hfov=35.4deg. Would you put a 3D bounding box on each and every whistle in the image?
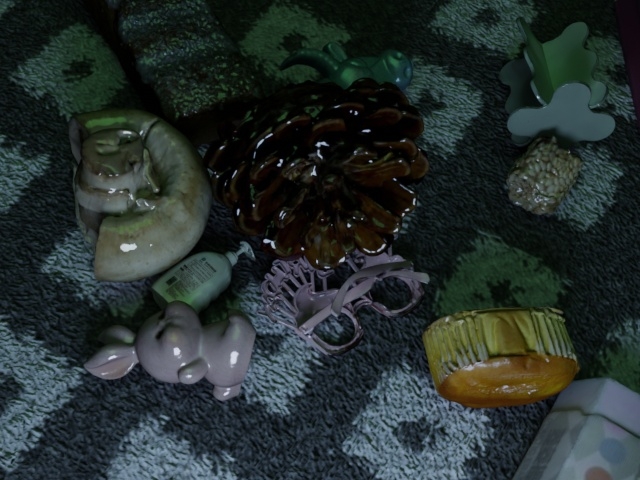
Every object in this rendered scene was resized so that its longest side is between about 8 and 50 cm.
[{"bbox_3d":[0.035,-0.222,1.555,0.274,0.093,0.186,-30,92,-21],"label":"whistle"}]

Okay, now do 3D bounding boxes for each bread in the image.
[{"bbox_3d":[-0.249,-0.326,1.576,0.165,0.113,0.416,-24,63,-19],"label":"bread"},{"bbox_3d":[0.236,0.154,1.305,0.191,0.132,0.114,-6,59,-8],"label":"bread"}]

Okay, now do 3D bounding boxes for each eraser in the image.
[{"bbox_3d":[0.317,0.358,1.208,0.213,0.082,0.396,30,58,12],"label":"eraser"}]

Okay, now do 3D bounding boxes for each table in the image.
[{"bbox_3d":[0.362,-0.249,1.580,0.167,0.166,0.198,3,49,-5],"label":"table"}]

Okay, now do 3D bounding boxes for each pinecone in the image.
[{"bbox_3d":[0.004,-0.089,1.324,0.298,0.242,0.296,-20,26,0],"label":"pinecone"}]

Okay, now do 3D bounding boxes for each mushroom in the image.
[{"bbox_3d":[-0.241,-0.078,1.363,0.189,0.195,0.253,-13,62,-19],"label":"mushroom"}]

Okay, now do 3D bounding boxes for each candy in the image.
[{"bbox_3d":[0.337,-0.099,1.515,0.095,0.085,0.110,30,68,5],"label":"candy"}]

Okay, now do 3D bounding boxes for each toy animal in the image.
[{"bbox_3d":[-0.192,0.132,1.277,0.213,0.124,0.124,6,56,-8],"label":"toy animal"}]

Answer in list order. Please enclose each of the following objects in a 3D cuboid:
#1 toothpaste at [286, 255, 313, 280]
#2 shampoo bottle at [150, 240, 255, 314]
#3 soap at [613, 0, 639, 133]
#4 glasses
[{"bbox_3d":[0.000,0.000,1.444,0.037,0.021,0.140,31,60,10],"label":"toothpaste"},{"bbox_3d":[-0.156,0.046,1.379,0.077,0.045,0.152,40,63,21],"label":"shampoo bottle"},{"bbox_3d":[0.637,-0.306,1.660,0.233,0.128,0.359,4,56,-3],"label":"soap"},{"bbox_3d":[0.031,0.049,1.374,0.255,0.095,0.162,-27,59,-26],"label":"glasses"}]
